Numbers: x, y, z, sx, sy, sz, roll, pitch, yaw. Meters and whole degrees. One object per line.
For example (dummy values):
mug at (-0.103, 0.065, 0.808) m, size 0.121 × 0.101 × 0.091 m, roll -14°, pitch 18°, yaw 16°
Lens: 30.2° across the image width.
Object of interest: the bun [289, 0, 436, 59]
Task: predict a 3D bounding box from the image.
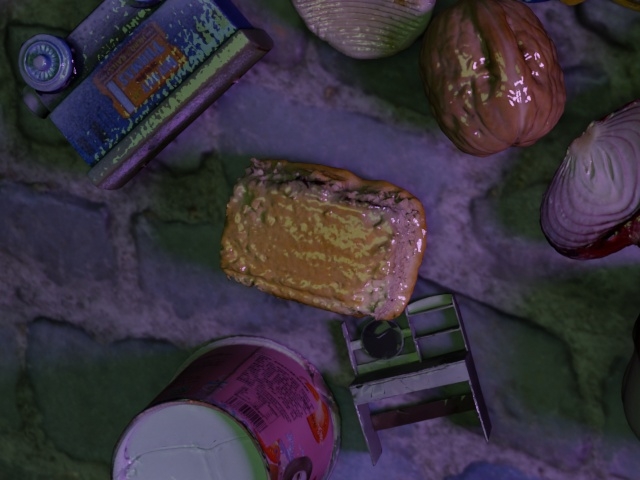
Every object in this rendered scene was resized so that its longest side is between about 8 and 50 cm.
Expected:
bun at (0.055, -0.299, 1.364) m, size 0.183 × 0.102 × 0.183 m, roll 15°, pitch 140°, yaw 13°

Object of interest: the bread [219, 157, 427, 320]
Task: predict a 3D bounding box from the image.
bread at (0.000, 0.000, 1.408) m, size 0.245 × 0.121 × 0.174 m, roll 13°, pitch 107°, yaw 10°

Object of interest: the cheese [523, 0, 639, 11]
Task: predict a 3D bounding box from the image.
cheese at (0.334, -0.307, 1.306) m, size 0.250 × 0.064 × 0.157 m, roll -5°, pitch 132°, yaw 26°

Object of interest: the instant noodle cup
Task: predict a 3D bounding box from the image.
instant noodle cup at (-0.114, 0.253, 1.410) m, size 0.242 × 0.231 × 0.243 m, roll 2°, pitch 98°, yaw 13°

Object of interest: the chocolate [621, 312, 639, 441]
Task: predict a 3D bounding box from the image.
chocolate at (0.454, 0.165, 1.259) m, size 0.283 × 0.283 × 0.186 m, roll 12°, pitch 115°, yaw 13°

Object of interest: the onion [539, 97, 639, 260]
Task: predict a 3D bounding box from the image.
onion at (0.346, -0.054, 1.322) m, size 0.206 × 0.098 × 0.151 m, roll -44°, pitch 60°, yaw 21°

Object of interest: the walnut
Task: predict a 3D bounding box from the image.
walnut at (0.190, -0.189, 1.324) m, size 0.155 × 0.155 × 0.184 m, roll -20°, pitch 89°, yaw 15°

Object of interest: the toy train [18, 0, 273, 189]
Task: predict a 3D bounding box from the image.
toy train at (-0.218, -0.218, 1.433) m, size 0.299 × 0.131 × 0.202 m, roll -40°, pitch 88°, yaw 15°

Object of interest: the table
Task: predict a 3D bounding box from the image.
table at (0.112, 0.167, 1.430) m, size 0.146 × 0.062 × 0.175 m, roll -15°, pitch 95°, yaw 15°
